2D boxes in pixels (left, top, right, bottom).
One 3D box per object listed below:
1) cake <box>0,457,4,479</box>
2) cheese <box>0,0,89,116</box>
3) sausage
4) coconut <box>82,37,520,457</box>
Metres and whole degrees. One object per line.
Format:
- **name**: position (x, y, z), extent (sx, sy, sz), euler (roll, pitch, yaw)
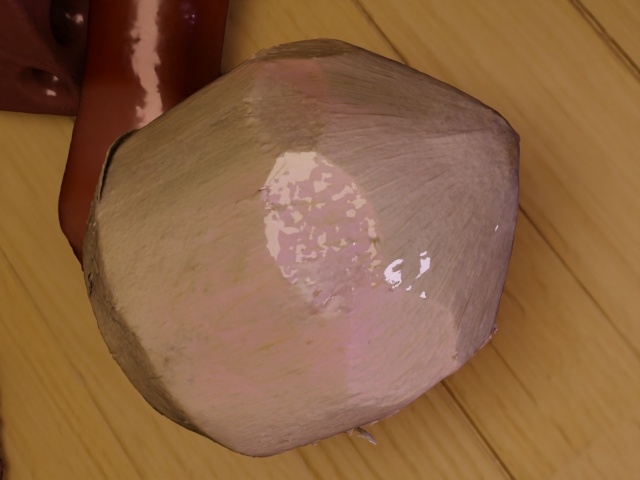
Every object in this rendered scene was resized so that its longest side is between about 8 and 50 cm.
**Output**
- **cake**: position (-0.301, 0.136, 0.855), extent (0.135, 0.147, 0.135), euler (-14, 77, 21)
- **cheese**: position (-0.206, -0.210, 0.855), extent (0.128, 0.203, 0.177), euler (5, 58, 26)
- **sausage**: position (-0.105, -0.122, 0.834), extent (0.089, 0.083, 0.300), euler (7, 90, 12)
- **coconut**: position (0.000, 0.000, 0.704), extent (0.234, 0.224, 0.224), euler (-15, 78, 21)
